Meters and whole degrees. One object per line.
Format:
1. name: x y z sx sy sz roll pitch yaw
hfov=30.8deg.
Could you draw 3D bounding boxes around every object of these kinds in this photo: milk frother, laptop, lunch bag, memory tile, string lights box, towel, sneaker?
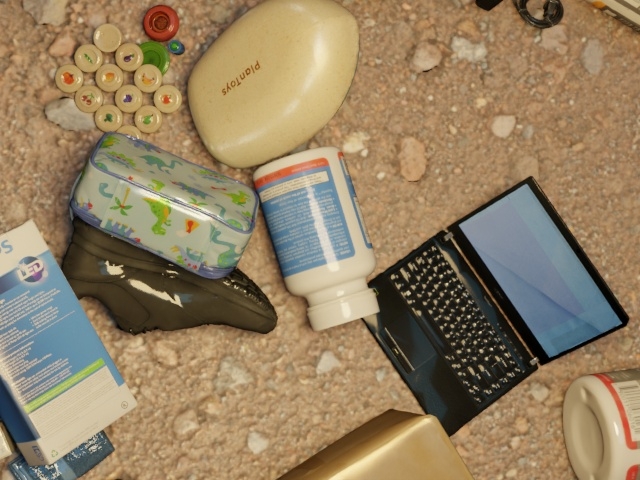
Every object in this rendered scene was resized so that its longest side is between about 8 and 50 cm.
1. milk frother: 0.291 -0.371 1.597 0.143 0.135 0.129 9 82 -10
2. laptop: 0.217 0.091 1.522 0.264 0.136 0.234 -34 90 -14
3. lunch bag: -0.186 -0.047 1.424 0.219 0.176 0.090 23 111 -10
4. memory tile: -0.262 -0.197 1.508 0.113 0.012 0.148 -44 92 4
5. string lights box: -0.343 0.121 1.378 0.133 0.077 0.259 -32 98 -35
6. towel: -0.320 0.269 1.444 0.119 0.029 0.067 -35 91 -14
7. sneaker: -0.194 0.067 1.468 0.286 0.109 0.130 23 99 -11

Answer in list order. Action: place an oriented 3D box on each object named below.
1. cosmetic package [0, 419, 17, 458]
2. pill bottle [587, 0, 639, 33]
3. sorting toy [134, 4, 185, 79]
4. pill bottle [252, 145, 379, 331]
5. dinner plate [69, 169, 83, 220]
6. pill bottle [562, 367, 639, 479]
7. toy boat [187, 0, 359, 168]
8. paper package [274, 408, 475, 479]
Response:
1. cosmetic package: -0.399 0.245 1.386 0.060 0.115 0.041 -23 89 -14
2. pill bottle: 0.519 -0.344 1.627 0.279 0.162 0.162 29 78 -7
3. sorting toy: -0.209 -0.258 1.534 0.061 0.042 0.101 15 92 6
4. pill bottle: 0.000 0.000 1.495 0.124 0.124 0.221 -16 86 -13
5. dinner plate: -0.253 -0.045 1.504 0.141 0.017 0.141 2 82 -12
6. pill bottle: 0.483 0.242 1.544 0.283 0.161 0.161 -6 84 -13
7. toy boat: -0.063 -0.263 1.489 0.148 0.268 0.318 4 64 -52
8. paper package: 0.059 0.411 1.433 0.325 0.168 0.309 -31 92 -14
